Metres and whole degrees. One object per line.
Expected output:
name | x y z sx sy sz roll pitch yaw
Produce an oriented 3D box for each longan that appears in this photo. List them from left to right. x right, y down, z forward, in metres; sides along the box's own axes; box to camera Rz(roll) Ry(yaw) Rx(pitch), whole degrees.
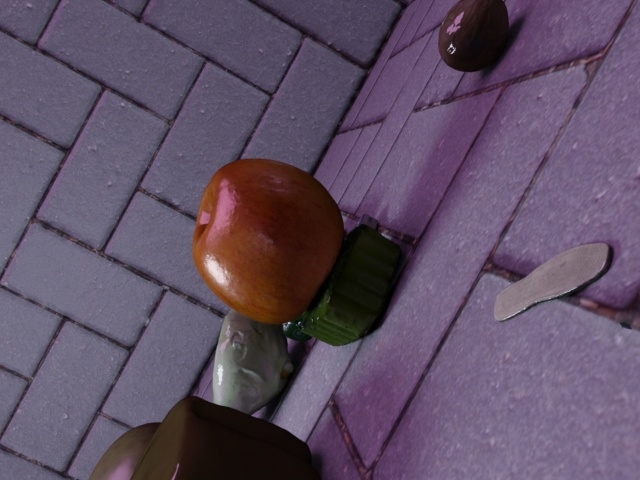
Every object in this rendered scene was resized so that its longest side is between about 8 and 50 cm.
longan | -0.367 0.595 1.551 0.361 0.361 0.361 -58 10 17

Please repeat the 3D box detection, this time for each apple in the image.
apple | -0.106 -0.005 1.311 0.299 0.275 0.299 -57 14 22

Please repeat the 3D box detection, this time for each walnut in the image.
walnut | 0.309 -0.418 1.400 0.162 0.140 0.140 -41 19 33

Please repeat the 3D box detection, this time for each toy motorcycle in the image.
toy motorcycle | -0.046 0.150 1.657 0.274 0.125 0.187 131 152 -76

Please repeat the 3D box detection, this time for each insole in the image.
insole | 0.248 0.046 0.761 0.192 0.010 0.063 -45 19 58

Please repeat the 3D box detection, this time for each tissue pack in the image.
tissue pack | 0.072 0.024 1.621 0.156 0.051 0.112 -54 9 38

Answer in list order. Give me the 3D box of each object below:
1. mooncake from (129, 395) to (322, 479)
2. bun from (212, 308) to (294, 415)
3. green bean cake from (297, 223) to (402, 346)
mooncake | -0.194 0.487 1.080 0.467 0.262 0.467 -57 13 20
bun | -0.149 0.291 1.668 0.283 0.179 0.283 8 -90 -85
green bean cake | 0.055 0.091 1.327 0.214 0.113 0.200 -65 7 -23
